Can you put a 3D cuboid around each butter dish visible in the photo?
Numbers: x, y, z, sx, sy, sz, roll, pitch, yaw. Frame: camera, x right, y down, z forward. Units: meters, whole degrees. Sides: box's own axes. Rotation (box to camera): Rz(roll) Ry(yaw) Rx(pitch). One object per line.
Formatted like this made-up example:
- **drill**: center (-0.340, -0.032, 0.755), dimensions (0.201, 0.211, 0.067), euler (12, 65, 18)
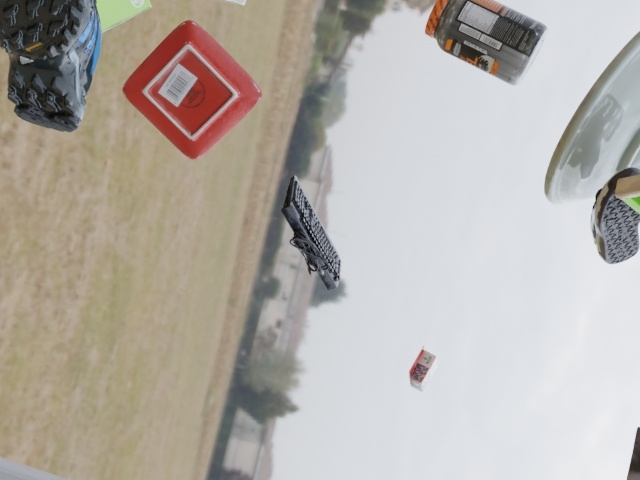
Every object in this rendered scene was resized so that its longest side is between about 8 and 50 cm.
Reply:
- **butter dish**: center (-0.184, -0.233, 1.327), dimensions (0.160, 0.160, 0.118), euler (-41, -168, 19)

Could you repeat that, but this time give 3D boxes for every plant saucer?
- **plant saucer**: center (0.552, -0.207, 1.523), dimensions (0.400, 0.100, 0.400), euler (-39, 154, -24)

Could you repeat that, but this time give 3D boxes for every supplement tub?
- **supplement tub**: center (0.286, -0.359, 1.530), dimensions (0.117, 0.190, 0.117), euler (-57, 168, -19)

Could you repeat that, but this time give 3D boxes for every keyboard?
- **keyboard**: center (0.000, 0.000, 1.269), dimensions (0.192, 0.038, 0.100), euler (59, 32, -42)

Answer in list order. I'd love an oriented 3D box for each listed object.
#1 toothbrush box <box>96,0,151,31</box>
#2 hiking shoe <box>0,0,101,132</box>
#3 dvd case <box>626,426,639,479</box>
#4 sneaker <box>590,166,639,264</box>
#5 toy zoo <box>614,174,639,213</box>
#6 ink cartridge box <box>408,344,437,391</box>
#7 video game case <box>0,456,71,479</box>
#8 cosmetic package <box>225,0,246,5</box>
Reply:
- **toothbrush box**: center (-0.371, -0.413, 1.148), dimensions (0.122, 0.206, 0.283), euler (-38, 124, -34)
- **hiking shoe**: center (-0.303, -0.259, 0.980), dimensions (0.304, 0.113, 0.132), euler (118, -18, -55)
- **dvd case**: center (0.514, 0.400, 1.270), dimensions (0.165, 0.018, 0.221), euler (20, -69, 44)
- **sneaker**: center (0.462, -0.052, 1.408), dimensions (0.234, 0.084, 0.097), euler (75, -1, -54)
- **toy zoo**: center (0.593, -0.025, 1.269), dimensions (0.192, 0.293, 0.030), euler (-10, -125, 53)
- **ink cartridge box**: center (0.199, 0.249, 1.702), dimensions (0.062, 0.029, 0.115), euler (-58, 162, -16)
- **video game case**: center (-0.523, 0.420, 1.184), dimensions (0.036, 0.329, 0.299), euler (-114, -137, -88)
- **cosmetic package**: center (-0.173, -0.553, 1.413), dimensions (0.160, 0.113, 0.309), euler (3, 106, -52)
